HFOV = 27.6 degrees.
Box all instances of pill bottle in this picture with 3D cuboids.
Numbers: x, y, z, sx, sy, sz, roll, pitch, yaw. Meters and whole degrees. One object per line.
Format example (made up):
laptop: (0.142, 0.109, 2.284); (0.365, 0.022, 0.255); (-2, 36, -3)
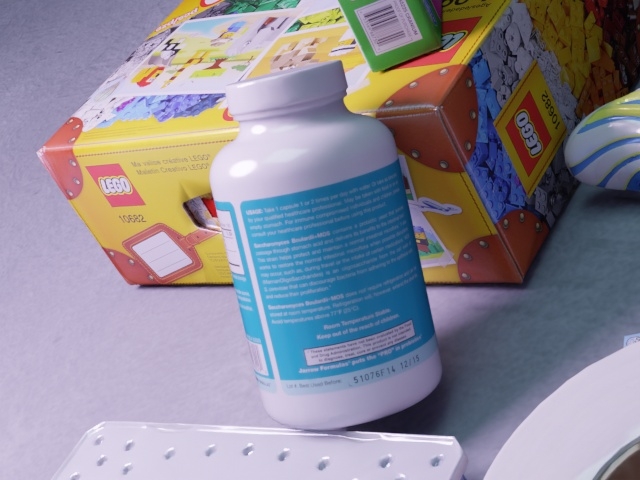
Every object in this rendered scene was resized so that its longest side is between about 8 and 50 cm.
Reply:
pill bottle: (0.000, 0.000, 1.001); (0.146, 0.264, 0.146); (-12, 10, 2)

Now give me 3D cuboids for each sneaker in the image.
sneaker: (0.300, -0.062, 1.023); (0.240, 0.091, 0.126); (-11, 36, 30)

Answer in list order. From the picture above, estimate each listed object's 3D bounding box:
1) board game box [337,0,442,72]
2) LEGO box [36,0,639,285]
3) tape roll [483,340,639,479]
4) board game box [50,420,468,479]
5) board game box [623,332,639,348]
board game box: (0.033, -0.327, 1.124); (0.064, 0.242, 0.317); (-18, 32, 18)
LEGO box: (0.028, -0.145, 1.294); (0.500, 0.193, 0.372); (-2, 40, 41)
tape roll: (0.218, 0.180, 0.691); (0.286, 0.100, 0.286); (-21, 39, 18)
board game box: (-0.122, 0.293, 0.913); (0.389, 0.050, 0.390); (-4, 40, 39)
board game box: (0.251, 0.114, 0.864); (0.103, 0.026, 0.154); (-15, 33, 26)
